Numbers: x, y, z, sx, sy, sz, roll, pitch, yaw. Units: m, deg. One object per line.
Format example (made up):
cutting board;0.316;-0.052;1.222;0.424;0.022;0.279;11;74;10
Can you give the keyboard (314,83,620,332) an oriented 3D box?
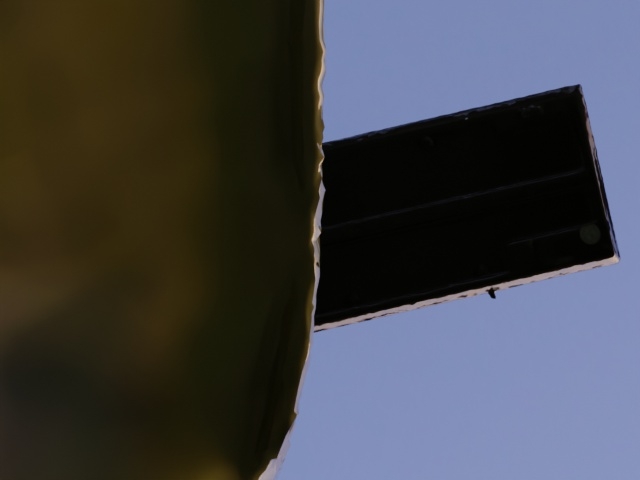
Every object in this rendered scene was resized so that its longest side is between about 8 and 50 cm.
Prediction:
keyboard;0.000;0.000;0.663;0.202;0.011;0.067;-13;-93;-1

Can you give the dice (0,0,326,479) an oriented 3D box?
dice;-0.138;-0.046;0.409;0.238;0.227;0.233;-4;-70;-17
